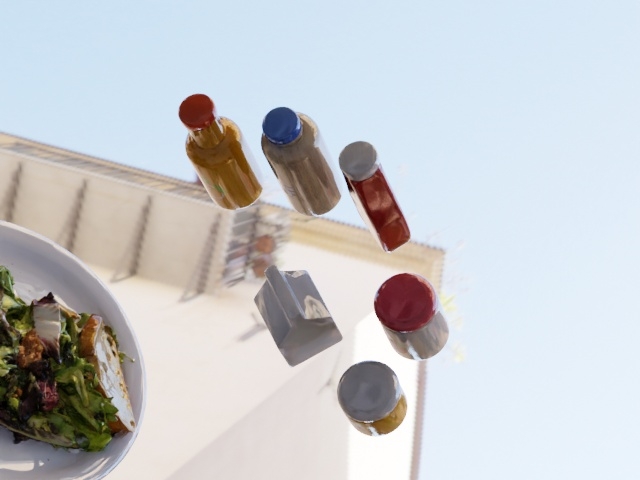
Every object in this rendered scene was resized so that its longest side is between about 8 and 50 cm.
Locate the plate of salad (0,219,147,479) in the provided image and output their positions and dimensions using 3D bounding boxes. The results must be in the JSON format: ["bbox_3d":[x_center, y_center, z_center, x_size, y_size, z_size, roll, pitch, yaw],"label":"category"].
[{"bbox_3d":[-0.190,0.063,0.838,0.200,0.200,0.048,50,-49,4],"label":"plate of salad"}]

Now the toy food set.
[{"bbox_3d":[0.000,0.000,0.858,0.111,0.104,0.232,-28,-120,0],"label":"toy food set"}]
